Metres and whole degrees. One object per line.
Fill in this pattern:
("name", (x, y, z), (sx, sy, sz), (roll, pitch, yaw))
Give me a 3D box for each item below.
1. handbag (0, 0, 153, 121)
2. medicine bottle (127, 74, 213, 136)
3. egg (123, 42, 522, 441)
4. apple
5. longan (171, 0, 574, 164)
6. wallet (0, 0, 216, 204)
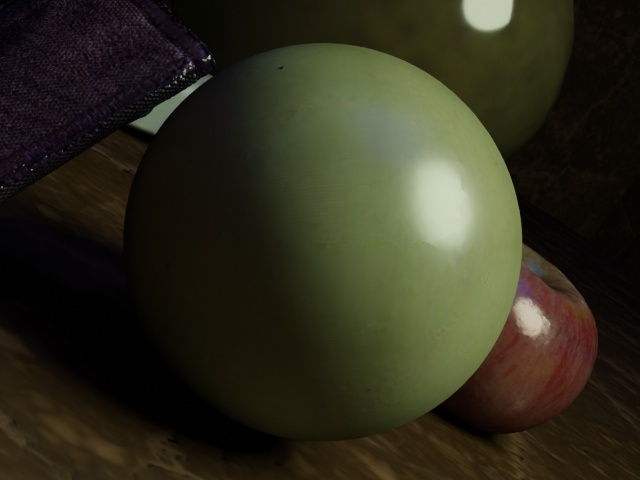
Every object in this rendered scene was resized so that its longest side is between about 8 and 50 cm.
("handbag", (-0.232, -0.194, 0.904), (0.329, 0.122, 0.303), (52, 0, -4))
("medicine bottle", (-0.141, -0.126, 1.241), (0.119, 0.069, 0.183), (42, 11, 38))
("egg", (0.000, 0.000, 0.727), (0.188, 0.188, 0.253), (34, -1, -3))
("apple", (0.113, 0.062, 1.026), (0.153, 0.120, 0.153), (37, 13, -10))
("longan", (0.042, -0.212, 1.407), (0.404, 0.404, 0.336), (40, 31, 29))
("wallet", (-0.143, -0.071, 0.703), (0.111, 0.166, 0.030), (40, -21, 39))
